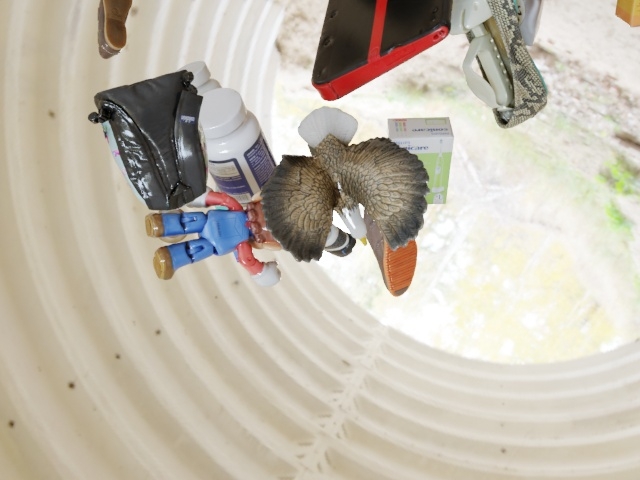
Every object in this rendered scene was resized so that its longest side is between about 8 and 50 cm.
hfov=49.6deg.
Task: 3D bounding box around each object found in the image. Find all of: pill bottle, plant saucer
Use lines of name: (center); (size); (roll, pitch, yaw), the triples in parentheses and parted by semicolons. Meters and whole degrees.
pill bottle: (-0.192, -0.204, 1.561); (0.153, 0.153, 0.264); (40, 163, 35)
plant saucer: (-0.332, -0.035, 1.551); (0.083, 0.083, 0.015); (24, 172, -18)
pill bottle: (-0.297, -0.346, 1.811); (0.221, 0.121, 0.121); (65, 173, -34)

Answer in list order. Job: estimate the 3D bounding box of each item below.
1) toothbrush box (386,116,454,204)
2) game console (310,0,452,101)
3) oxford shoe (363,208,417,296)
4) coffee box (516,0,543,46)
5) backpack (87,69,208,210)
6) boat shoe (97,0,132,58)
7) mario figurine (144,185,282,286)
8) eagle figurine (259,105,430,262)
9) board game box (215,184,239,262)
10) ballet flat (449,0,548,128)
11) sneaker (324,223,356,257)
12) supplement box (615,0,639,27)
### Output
toothbrush box: (0.321, -0.260, 2.300); (0.206, 0.283, 0.122); (-2, -135, 2)
game console: (0.139, -0.489, 1.476); (0.060, 0.342, 0.386); (40, -134, -37)
oxford shoe: (0.205, -0.006, 2.137); (0.130, 0.363, 0.133); (-16, -165, -33)
coffee box: (0.473, -0.648, 1.698); (0.168, 0.297, 0.118); (16, -132, 17)
backpack: (-0.220, -0.133, 0.968); (0.152, 0.181, 0.115); (-17, -167, -3)
boat shoe: (-0.496, -0.529, 1.643); (0.073, 0.206, 0.073); (17, 154, -35)
mario figurine: (-0.182, -0.008, 1.393); (0.321, 0.198, 0.170); (-10, -153, -22)
eagle figurine: (0.034, -0.081, 1.123); (0.225, 0.226, 0.298); (33, -173, -8)
board game box: (-0.256, -0.065, 2.038); (0.047, 0.210, 0.160); (-14, -142, 4)
ballet flat: (0.400, -0.479, 1.660); (0.164, 0.182, 0.482); (23, 147, 59)
sneaker: (0.000, 0.000, 1.713); (0.121, 0.079, 0.217); (28, 170, -38)
supplement box: (0.629, -0.536, 1.324); (0.080, 0.233, 0.078); (-9, -143, 0)
